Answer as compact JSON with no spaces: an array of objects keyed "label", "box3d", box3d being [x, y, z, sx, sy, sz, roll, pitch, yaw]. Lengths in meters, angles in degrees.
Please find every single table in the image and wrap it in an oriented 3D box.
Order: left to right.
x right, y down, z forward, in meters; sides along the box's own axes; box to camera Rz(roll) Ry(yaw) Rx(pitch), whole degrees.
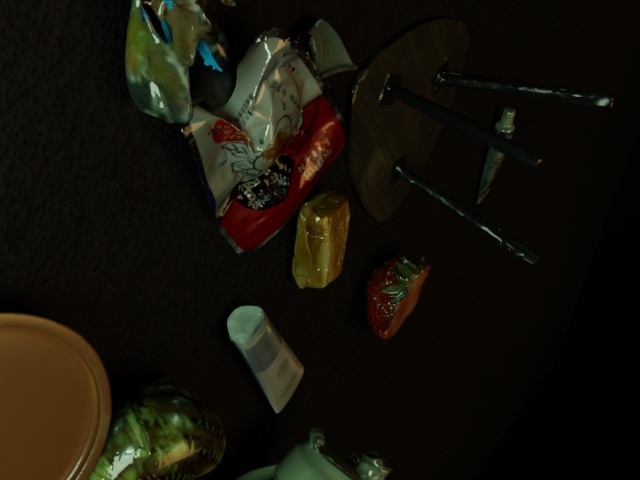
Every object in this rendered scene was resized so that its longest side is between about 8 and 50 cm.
[{"label":"table","box3d":[0.227,-0.147,1.016,0.317,0.249,0.317,-41,146,-36]}]

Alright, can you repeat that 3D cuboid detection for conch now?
[{"label":"conch","box3d":[-0.189,0.233,0.777,0.187,0.124,0.181,-52,173,35]}]

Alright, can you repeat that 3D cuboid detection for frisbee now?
[{"label":"frisbee","box3d":[-0.284,0.168,0.595,0.251,0.021,0.250,-25,129,-35]}]

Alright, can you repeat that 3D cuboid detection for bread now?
[{"label":"bread","box3d":[0.000,0.000,0.968,0.074,0.053,0.132,-42,147,-43]}]

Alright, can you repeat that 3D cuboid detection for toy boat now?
[{"label":"toy boat","box3d":[0.006,-0.205,0.825,0.122,0.034,0.096,-41,150,-53]}]

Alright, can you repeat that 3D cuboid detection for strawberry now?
[{"label":"strawberry","box3d":[0.124,0.094,1.245,0.147,0.082,0.187,-38,151,-31]}]

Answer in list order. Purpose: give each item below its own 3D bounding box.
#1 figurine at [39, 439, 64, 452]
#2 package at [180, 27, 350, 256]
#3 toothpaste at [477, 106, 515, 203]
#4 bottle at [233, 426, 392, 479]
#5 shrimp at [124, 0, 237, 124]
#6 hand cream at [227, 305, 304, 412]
[{"label":"figurine","box3d":[-0.265,0.179,0.675,0.064,0.047,0.109,-40,153,21]},{"label":"package","box3d":[-0.056,-0.098,0.766,0.194,0.071,0.269,-39,161,-3]},{"label":"toothpaste","box3d":[0.340,-0.164,1.442,0.062,0.037,0.216,-41,151,-39]},{"label":"bottle","box3d":[-0.048,0.431,1.072,0.351,0.229,0.229,-54,153,1]},{"label":"shrimp","box3d":[-0.146,-0.241,0.445,0.221,0.110,0.445,-45,145,-21]},{"label":"hand cream","box3d":[-0.068,0.161,0.996,0.079,0.048,0.255,-54,153,-19]}]
